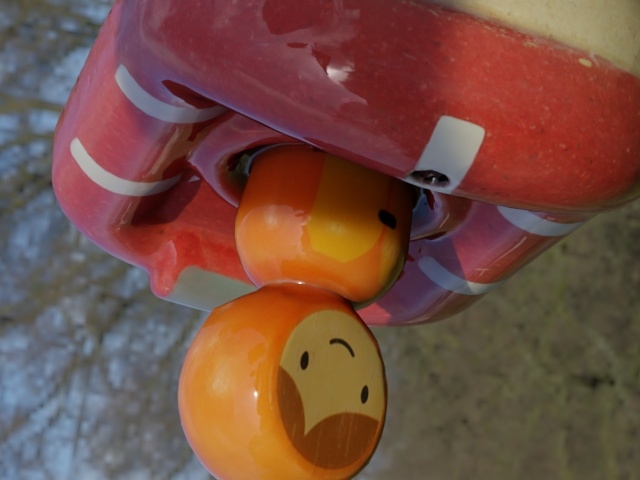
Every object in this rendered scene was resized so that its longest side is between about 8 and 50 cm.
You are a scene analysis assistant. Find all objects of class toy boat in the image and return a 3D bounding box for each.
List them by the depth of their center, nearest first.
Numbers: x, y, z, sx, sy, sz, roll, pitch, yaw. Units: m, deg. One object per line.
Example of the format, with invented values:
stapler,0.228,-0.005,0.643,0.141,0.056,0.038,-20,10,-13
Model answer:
toy boat,0.000,0.000,0.526,0.231,0.151,0.151,135,149,-65
